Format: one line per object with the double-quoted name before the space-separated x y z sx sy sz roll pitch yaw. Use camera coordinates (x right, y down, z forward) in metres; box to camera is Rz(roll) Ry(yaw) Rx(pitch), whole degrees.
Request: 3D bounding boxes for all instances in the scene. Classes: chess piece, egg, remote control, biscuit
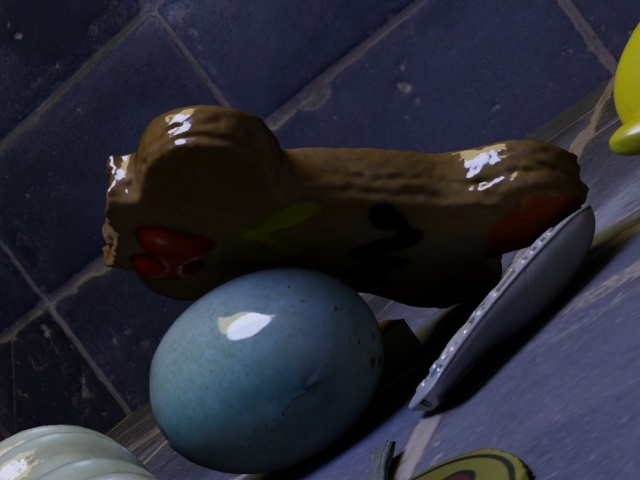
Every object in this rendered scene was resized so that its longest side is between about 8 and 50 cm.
"chess piece" -0.172 0.230 0.827 0.182 0.182 0.330 -38 8 -22
"egg" -0.051 0.115 0.977 0.236 0.169 0.169 -33 4 31
"remote control" 0.150 0.053 0.870 0.229 0.044 0.073 -45 -6 -30
"biscuit" 0.000 0.000 1.018 0.394 0.076 0.368 5 -22 -13

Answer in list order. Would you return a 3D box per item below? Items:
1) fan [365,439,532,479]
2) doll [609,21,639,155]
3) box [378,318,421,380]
"fan" 0.022 0.176 0.632 0.229 0.011 0.335 -36 4 14
"doll" 0.291 -0.108 0.772 0.199 0.145 0.363 -31 11 19
"box" 0.005 0.147 1.205 0.153 0.041 0.279 -36 1 -12
